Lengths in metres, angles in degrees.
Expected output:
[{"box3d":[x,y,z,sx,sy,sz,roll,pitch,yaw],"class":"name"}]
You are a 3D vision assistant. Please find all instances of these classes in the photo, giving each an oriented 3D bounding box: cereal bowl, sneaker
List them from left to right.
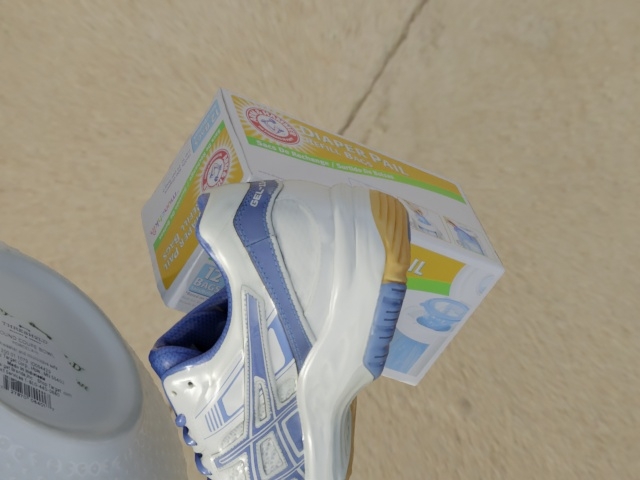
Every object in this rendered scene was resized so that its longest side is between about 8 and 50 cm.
[{"box3d":[-0.211,0.104,0.896,0.339,0.339,0.141,43,111,-2],"class":"cereal bowl"},{"box3d":[-0.039,0.096,0.863,0.131,0.112,0.296,10,112,-5],"class":"sneaker"}]

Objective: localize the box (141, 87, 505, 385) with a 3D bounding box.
[{"box3d":[0.000,0.000,0.968,0.203,0.103,0.114,19,119,-29],"class":"box"}]
